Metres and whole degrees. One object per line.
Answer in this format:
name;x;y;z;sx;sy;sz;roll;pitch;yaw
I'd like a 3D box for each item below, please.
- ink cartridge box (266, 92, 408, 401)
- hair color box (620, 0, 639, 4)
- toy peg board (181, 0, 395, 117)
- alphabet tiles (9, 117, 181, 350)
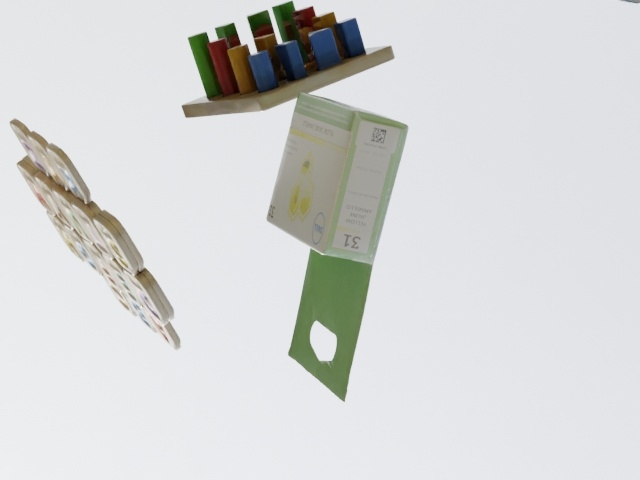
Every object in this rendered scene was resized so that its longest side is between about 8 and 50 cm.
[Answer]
ink cartridge box;0.000;0.000;1.438;0.171;0.056;0.235;-149;-107;-70
hair color box;0.442;-0.277;1.496;0.347;0.174;0.105;17;-160;40
toy peg board;-0.043;-0.185;1.665;0.161;0.079;0.161;-25;-166;-29
alphabet tiles;-0.252;-0.004;1.869;0.021;0.278;0.284;-37;-148;-15
